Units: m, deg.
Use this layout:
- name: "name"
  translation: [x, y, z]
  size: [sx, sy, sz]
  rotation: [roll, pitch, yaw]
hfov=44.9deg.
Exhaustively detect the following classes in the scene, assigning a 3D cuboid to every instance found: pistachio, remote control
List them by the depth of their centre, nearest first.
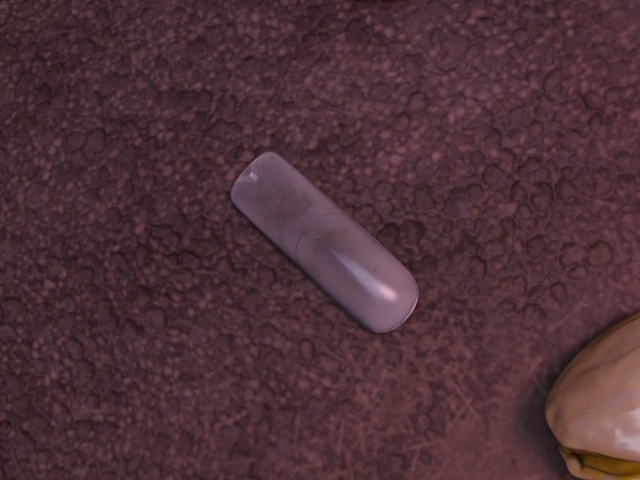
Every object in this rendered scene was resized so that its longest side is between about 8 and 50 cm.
- name: "pistachio"
  translation: [0.284, 0.125, 0.632]
  size: [0.201, 0.117, 0.145]
  rotation: [-30, 35, 15]
- name: "remote control"
  translation: [0.000, 0.000, 0.762]
  size: [0.229, 0.044, 0.073]
  rotation: [43, 96, 17]
